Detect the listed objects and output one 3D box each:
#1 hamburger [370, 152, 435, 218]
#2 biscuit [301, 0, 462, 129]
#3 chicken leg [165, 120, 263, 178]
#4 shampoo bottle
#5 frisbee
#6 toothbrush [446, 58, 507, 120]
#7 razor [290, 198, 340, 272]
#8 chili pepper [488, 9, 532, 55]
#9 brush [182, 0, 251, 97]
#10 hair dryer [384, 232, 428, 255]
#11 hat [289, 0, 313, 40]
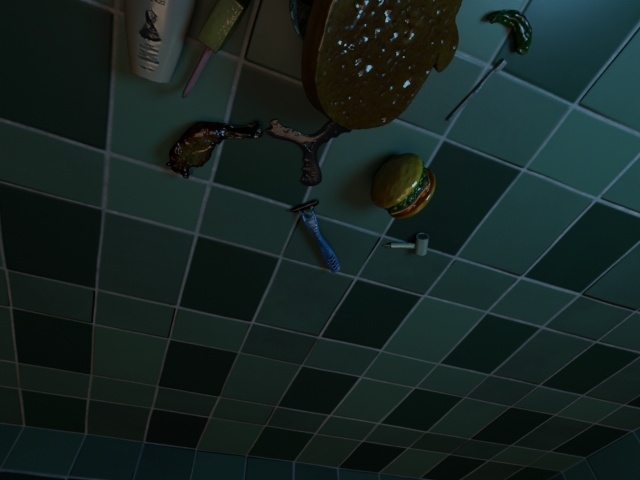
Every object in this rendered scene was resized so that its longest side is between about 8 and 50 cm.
[{"bbox_3d":[0.199,-0.131,0.972,0.115,0.162,0.162,32,121,-27],"label":"hamburger"},{"bbox_3d":[0.129,-0.397,0.745,0.351,0.070,0.394,0,129,-40],"label":"biscuit"},{"bbox_3d":[-0.257,-0.229,0.940,0.253,0.051,0.106,-21,133,13],"label":"chicken leg"},{"bbox_3d":[-0.303,-0.435,0.753,0.127,0.078,0.256,17,124,-10],"label":"shampoo bottle"},{"bbox_3d":[-0.042,-0.233,0.969,0.188,0.012,0.211,18,127,-16],"label":"frisbee"},{"bbox_3d":[0.351,-0.335,0.905,0.014,0.011,0.167,26,123,-28],"label":"toothbrush"},{"bbox_3d":[0.000,0.000,1.140,0.082,0.042,0.253,-18,128,10],"label":"razor"},{"bbox_3d":[0.397,-0.432,0.815,0.118,0.035,0.055,28,106,-27],"label":"chili pepper"},{"bbox_3d":[-0.221,-0.378,0.789,0.047,0.103,0.233,33,122,-22],"label":"brush"},{"bbox_3d":[0.249,0.010,1.168,0.125,0.037,0.063,1,127,6],"label":"hair dryer"},{"bbox_3d":[-0.012,-0.486,0.686,0.128,0.265,0.265,31,130,20],"label":"hat"}]
